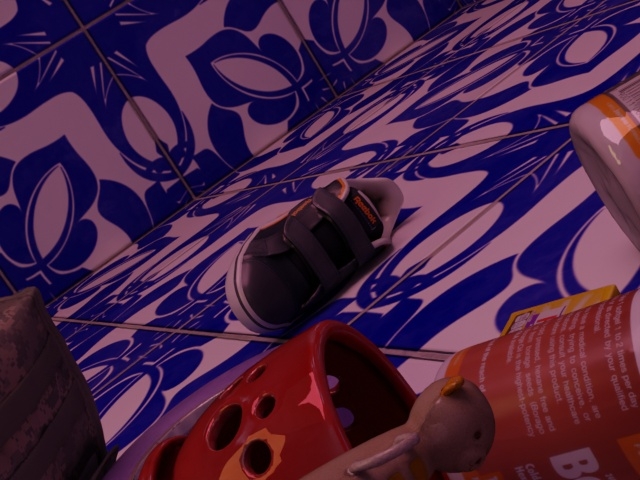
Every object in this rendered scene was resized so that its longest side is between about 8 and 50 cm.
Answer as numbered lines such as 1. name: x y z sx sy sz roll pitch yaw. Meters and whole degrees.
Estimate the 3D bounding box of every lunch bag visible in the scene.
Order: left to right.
1. lunch bag: -0.299 0.228 0.998 0.169 0.287 0.235 -9 26 24

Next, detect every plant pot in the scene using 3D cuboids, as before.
1. plant pot: -0.016 0.172 0.738 0.174 0.191 0.191 -31 13 16

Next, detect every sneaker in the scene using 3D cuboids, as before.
1. sneaker: 0.000 0.000 1.459 0.127 0.126 0.321 -29 11 39

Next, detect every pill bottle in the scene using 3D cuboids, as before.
1. pill bottle: 0.187 0.097 0.692 0.216 0.121 0.121 -24 15 33
2. pill bottle: 0.368 -0.110 0.947 0.278 0.162 0.162 -30 13 5

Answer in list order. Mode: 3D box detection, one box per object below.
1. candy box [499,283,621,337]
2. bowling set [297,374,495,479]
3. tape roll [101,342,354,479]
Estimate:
1. candy box: 0.172 0.108 0.894 0.105 0.027 0.206 -18 19 35
2. bowling set: 0.062 0.223 0.520 0.154 0.200 0.287 -33 -30 -25
3. tape roll: -0.066 0.198 0.978 0.275 0.090 0.275 -31 14 9
